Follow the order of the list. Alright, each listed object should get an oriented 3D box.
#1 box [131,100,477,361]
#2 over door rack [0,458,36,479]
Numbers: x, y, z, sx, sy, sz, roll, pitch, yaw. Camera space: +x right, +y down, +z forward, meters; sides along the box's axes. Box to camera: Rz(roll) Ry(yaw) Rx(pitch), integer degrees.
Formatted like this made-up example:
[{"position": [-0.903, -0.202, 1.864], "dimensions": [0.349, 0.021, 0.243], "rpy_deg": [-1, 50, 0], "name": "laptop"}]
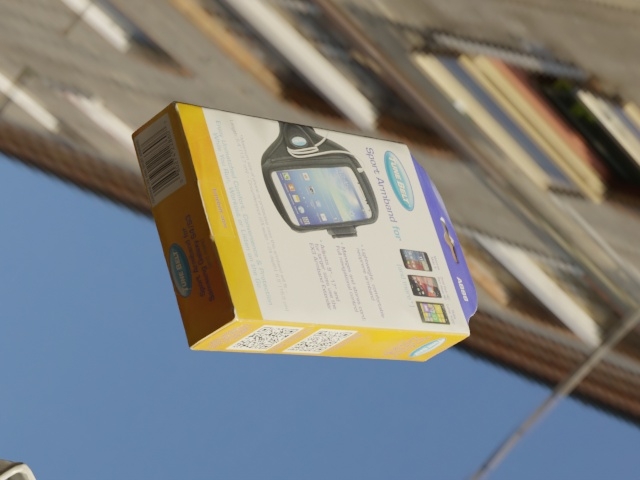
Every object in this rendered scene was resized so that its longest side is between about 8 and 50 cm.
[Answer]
[{"position": [0.000, 0.000, 0.666], "dimensions": [0.028, 0.136, 0.081], "rpy_deg": [-32, -116, 34], "name": "box"}, {"position": [-0.067, 0.184, 0.720], "dimensions": [0.108, 0.324, 0.239], "rpy_deg": [-47, -160, -24], "name": "over door rack"}]
